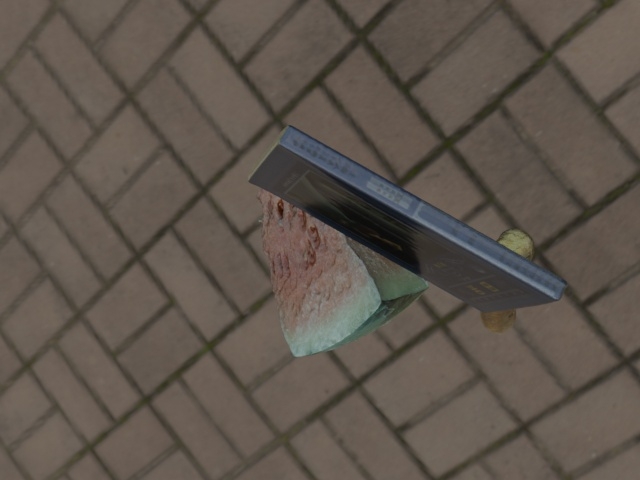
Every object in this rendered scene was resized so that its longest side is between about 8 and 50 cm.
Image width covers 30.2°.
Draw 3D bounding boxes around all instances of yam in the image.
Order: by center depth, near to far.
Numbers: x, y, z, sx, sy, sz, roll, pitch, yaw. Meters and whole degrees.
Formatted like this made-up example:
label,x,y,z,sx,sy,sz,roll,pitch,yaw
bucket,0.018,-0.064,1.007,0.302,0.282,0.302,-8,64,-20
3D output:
label,x,y,z,sx,sy,sz,roll,pitch,yaw
yam,0.263,0.064,1.699,0.066,0.066,0.299,34,165,16

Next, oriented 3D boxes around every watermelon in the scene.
label,x,y,z,sx,sy,sz,roll,pitch,yaw
watermelon,0.000,0.000,1.283,0.154,0.094,0.241,-37,66,34

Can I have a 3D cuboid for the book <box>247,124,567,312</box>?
label,x,y,z,sx,sy,sz,roll,pitch,yaw
book,0.068,-0.011,1.053,0.269,0.191,0.025,29,80,-7
